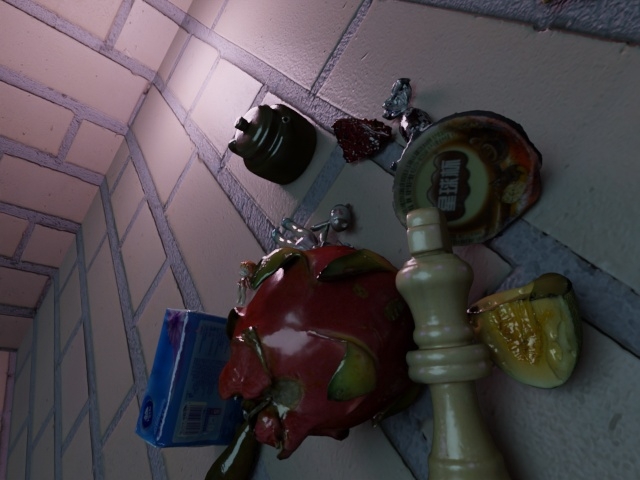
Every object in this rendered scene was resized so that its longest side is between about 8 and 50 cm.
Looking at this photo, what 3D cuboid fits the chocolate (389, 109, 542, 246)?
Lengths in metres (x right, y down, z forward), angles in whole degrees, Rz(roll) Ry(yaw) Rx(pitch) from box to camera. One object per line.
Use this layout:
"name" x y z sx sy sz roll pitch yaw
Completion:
"chocolate" 0.204 -0.111 0.636 0.221 0.221 0.147 -41 22 28

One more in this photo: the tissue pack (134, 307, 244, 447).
"tissue pack" -0.258 0.293 0.922 0.146 0.198 0.264 -6 70 45

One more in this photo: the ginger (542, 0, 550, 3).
"ginger" 0.385 -0.413 0.620 0.115 0.081 0.205 -33 34 -8

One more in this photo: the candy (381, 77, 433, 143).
"candy" 0.176 -0.223 0.788 0.094 0.051 0.226 -41 47 25

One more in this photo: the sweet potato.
"sweet potato" -0.182 0.455 0.862 0.077 0.077 0.244 34 101 49

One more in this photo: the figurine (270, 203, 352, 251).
"figurine" 0.000 0.013 0.857 0.205 0.103 0.260 -37 36 -16

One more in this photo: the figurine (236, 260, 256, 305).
"figurine" -0.184 0.103 1.044 0.064 0.047 0.109 17 95 42

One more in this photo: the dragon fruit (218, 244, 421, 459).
"dragon fruit" -0.013 0.162 0.626 0.305 0.225 0.306 9 105 35

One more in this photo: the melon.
"melon" 0.266 0.112 0.526 0.160 0.079 0.128 -36 67 60

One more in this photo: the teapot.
"teapot" -0.139 -0.249 1.052 0.267 0.175 0.186 -7 66 46

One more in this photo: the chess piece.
"chess piece" 0.158 0.150 0.536 0.117 0.117 0.397 -19 71 41

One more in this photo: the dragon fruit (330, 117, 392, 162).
"dragon fruit" 0.098 -0.225 0.887 0.131 0.063 0.097 -13 97 44
